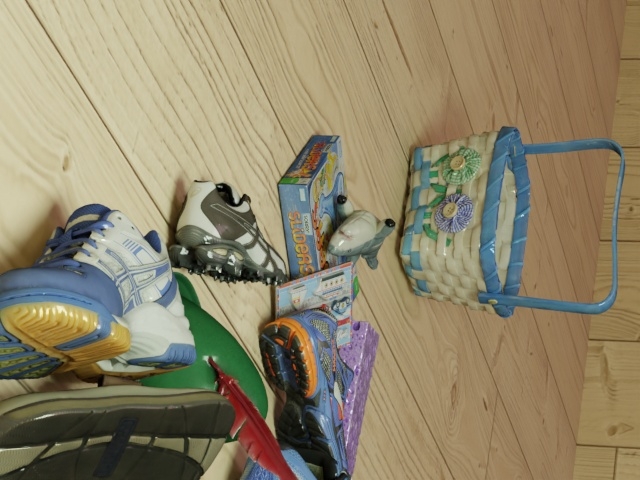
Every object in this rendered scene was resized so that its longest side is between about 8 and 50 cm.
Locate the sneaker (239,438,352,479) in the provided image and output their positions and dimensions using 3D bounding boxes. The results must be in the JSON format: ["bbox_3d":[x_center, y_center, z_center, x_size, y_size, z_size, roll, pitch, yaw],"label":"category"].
[{"bbox_3d":[-0.001,0.300,1.872,0.330,0.129,0.147,59,39,-59],"label":"sneaker"}]

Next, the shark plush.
[{"bbox_3d":[0.038,0.002,2.024,0.067,0.073,0.161,-61,174,-8],"label":"shark plush"}]

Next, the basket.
[{"bbox_3d":[0.258,-0.020,2.385,0.201,0.288,0.255,72,23,-58],"label":"basket"}]

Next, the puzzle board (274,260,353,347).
[{"bbox_3d":[-0.005,0.082,1.944,0.128,0.011,0.096,-18,115,-48],"label":"puzzle board"}]

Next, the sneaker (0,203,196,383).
[{"bbox_3d":[-0.188,0.035,1.352,0.296,0.111,0.131,29,49,-75],"label":"sneaker"}]

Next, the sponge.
[{"bbox_3d":[0.030,0.201,2.064,0.117,0.031,0.210,57,42,-76],"label":"sponge"}]

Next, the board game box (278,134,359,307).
[{"bbox_3d":[0.000,0.000,2.003,0.136,0.035,0.201,-58,145,-57],"label":"board game box"}]

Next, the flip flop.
[{"bbox_3d":[-0.168,0.146,1.376,0.277,0.080,0.112,8,116,-50],"label":"flip flop"}]

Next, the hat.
[{"bbox_3d":[-0.056,0.134,1.598,0.173,0.183,0.209,29,64,-70],"label":"hat"}]

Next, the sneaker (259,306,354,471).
[{"bbox_3d":[0.003,0.168,1.909,0.087,0.083,0.221,-34,129,-37],"label":"sneaker"}]

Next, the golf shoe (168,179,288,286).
[{"bbox_3d":[-0.078,-0.006,1.696,0.198,0.077,0.094,27,65,-71],"label":"golf shoe"}]
